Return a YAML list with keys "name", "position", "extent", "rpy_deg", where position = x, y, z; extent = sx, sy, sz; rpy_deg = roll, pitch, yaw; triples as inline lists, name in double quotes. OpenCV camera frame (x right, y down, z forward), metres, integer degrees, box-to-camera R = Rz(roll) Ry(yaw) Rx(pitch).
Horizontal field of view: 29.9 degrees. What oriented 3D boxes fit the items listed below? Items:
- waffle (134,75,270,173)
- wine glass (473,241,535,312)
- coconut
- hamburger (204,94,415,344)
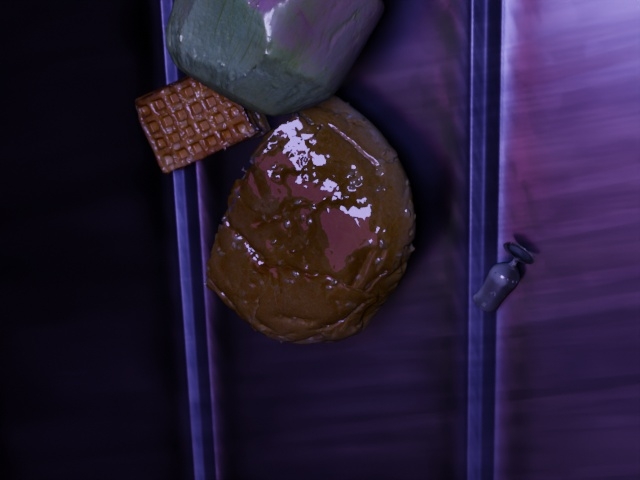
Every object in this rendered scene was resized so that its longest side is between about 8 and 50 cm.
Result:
- name: "waffle"
  position: [-0.144, -0.149, 1.435]
  extent: [0.148, 0.042, 0.102]
  rpy_deg: [-19, 101, 27]
- name: "wine glass"
  position: [0.204, 0.043, 1.356]
  extent: [0.039, 0.042, 0.083]
  rpy_deg: [54, 126, 32]
- name: "coconut"
  position: [-0.044, -0.252, 1.259]
  extent: [0.205, 0.236, 0.236]
  rpy_deg: [26, 120, -20]
- name: "hamburger"
  position: [0.000, 0.000, 1.378]
  extent: [0.211, 0.132, 0.308]
  rpy_deg: [36, 116, 11]
